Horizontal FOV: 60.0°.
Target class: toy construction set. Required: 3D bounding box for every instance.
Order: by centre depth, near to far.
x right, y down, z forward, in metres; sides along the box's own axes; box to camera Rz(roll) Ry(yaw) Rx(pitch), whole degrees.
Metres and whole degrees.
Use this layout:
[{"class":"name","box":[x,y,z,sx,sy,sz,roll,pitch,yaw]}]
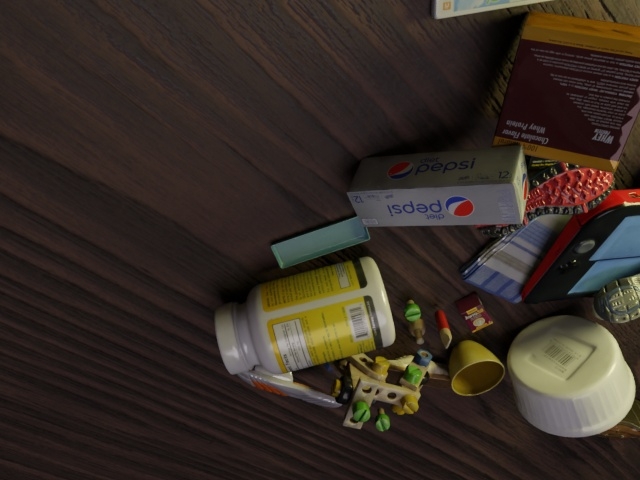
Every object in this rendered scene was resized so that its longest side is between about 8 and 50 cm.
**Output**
[{"class":"toy construction set","box":[0.157,0.292,1.201,0.257,0.237,0.309,42,106,-11]}]

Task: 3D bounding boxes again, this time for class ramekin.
[{"class":"ramekin","box":[0.582,0.308,1.317,0.277,0.277,0.135,-25,122,8]}]

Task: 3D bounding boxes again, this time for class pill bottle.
[{"class":"pill bottle","box":[-0.033,0.159,1.117,0.334,0.188,0.188,-14,129,0]}]

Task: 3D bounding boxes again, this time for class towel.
[{"class":"towel","box":[0.465,0.018,1.210,0.209,0.034,0.285,23,122,-29]}]

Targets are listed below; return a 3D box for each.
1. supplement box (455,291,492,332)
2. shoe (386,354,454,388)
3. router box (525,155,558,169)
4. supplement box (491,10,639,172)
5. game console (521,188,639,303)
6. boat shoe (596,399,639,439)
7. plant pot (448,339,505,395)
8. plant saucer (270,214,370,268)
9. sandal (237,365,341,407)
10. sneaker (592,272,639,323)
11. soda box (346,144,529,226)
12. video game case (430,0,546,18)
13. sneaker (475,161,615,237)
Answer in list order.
[{"class":"supplement box","box":[0.360,0.169,1.299,0.055,0.043,0.083,-30,127,14]},{"class":"shoe","box":[0.235,0.326,1.396,0.219,0.058,0.076,15,143,-18]},{"class":"router box","box":[0.473,-0.202,1.027,0.179,0.046,0.133,-5,129,-7]},{"class":"supplement box","box":[0.394,-0.237,0.873,0.191,0.129,0.194,15,125,15]},{"class":"game console","box":[0.663,0.021,1.188,0.387,0.060,0.342,-4,138,-14]},{"class":"boat shoe","box":[0.890,0.543,1.677,0.307,0.110,0.104,16,127,-11]},{"class":"plant pot","box":[0.374,0.305,1.376,0.134,0.095,0.134,-6,129,-8]},{"class":"plant saucer","box":[0.000,0.000,1.107,0.192,0.018,0.067,-18,129,4]},{"class":"sandal","box":[-0.071,0.320,1.296,0.265,0.076,0.102,17,152,1]},{"class":"sneaker","box":[0.738,0.101,1.225,0.297,0.111,0.129,-18,165,7]},{"class":"soda box","box":[0.197,-0.088,0.943,0.286,0.098,0.091,-1,136,31]},{"class":"video game case","box":[0.268,-0.439,0.810,0.212,0.023,0.193,-11,129,-4]},{"class":"sneaker","box":[0.414,-0.094,1.060,0.262,0.125,0.104,-17,102,13]}]
